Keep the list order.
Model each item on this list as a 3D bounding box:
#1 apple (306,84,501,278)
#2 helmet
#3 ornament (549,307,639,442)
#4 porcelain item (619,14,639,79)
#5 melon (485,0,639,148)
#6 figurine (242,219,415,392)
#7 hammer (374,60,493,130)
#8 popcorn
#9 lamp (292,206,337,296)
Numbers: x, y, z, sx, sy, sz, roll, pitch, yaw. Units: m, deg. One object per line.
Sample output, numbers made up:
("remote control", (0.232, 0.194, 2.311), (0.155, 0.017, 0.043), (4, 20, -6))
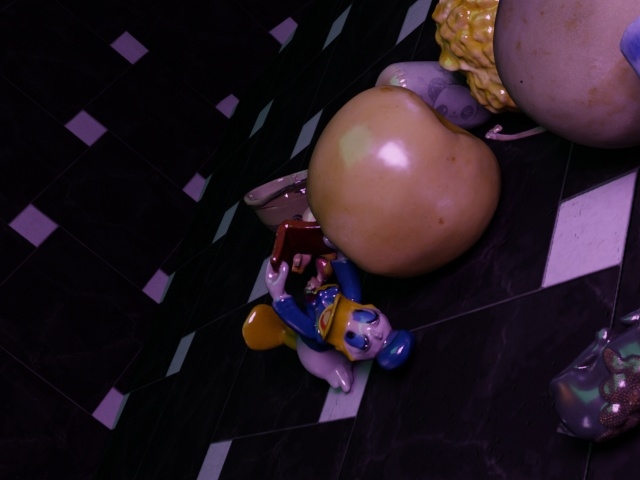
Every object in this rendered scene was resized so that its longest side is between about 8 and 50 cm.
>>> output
("apple", (0.110, -0.081, 1.155), (0.262, 0.262, 0.262), (-51, 20, 28))
("helmet", (-0.034, -0.068, 1.736), (0.204, 0.137, 0.257), (-26, 10, -29))
("ornament", (0.277, 0.153, 0.655), (0.202, 0.080, 0.236), (-48, 22, 26))
("porcelain item", (0.333, -0.072, 0.655), (0.141, 0.141, 0.259), (-42, 59, 44))
("melon", (0.309, -0.231, 0.851), (0.308, 0.272, 0.271), (76, -144, -69))
("figurine", (0.031, 0.096, 1.234), (0.204, 0.283, 0.338), (-26, 25, -26))
("hammer", (0.153, -0.165, 1.371), (0.305, 0.202, 0.113), (114, 146, -49))
("popcorn", (0.277, -0.305, 1.161), (0.251, 0.206, 0.237), (-50, -4, -25))
("lamp", (0.000, 0.000, 1.579), (0.253, 0.118, 0.118), (-60, 18, -2))
